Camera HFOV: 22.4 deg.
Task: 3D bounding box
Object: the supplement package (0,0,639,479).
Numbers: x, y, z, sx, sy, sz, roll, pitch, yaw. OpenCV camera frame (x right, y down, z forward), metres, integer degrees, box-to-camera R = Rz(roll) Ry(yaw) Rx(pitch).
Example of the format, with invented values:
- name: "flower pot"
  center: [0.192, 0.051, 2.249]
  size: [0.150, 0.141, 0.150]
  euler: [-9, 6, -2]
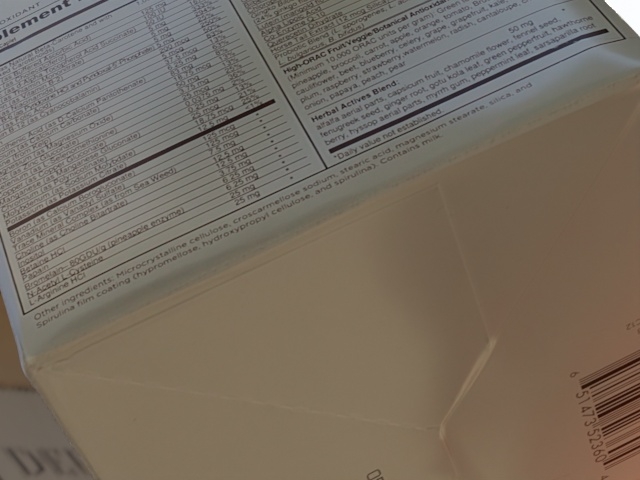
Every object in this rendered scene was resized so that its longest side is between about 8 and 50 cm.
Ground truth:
- name: "supplement package"
  center: [0.000, 0.000, 0.456]
  size: [0.149, 0.203, 0.194]
  euler: [-25, -47, -3]
